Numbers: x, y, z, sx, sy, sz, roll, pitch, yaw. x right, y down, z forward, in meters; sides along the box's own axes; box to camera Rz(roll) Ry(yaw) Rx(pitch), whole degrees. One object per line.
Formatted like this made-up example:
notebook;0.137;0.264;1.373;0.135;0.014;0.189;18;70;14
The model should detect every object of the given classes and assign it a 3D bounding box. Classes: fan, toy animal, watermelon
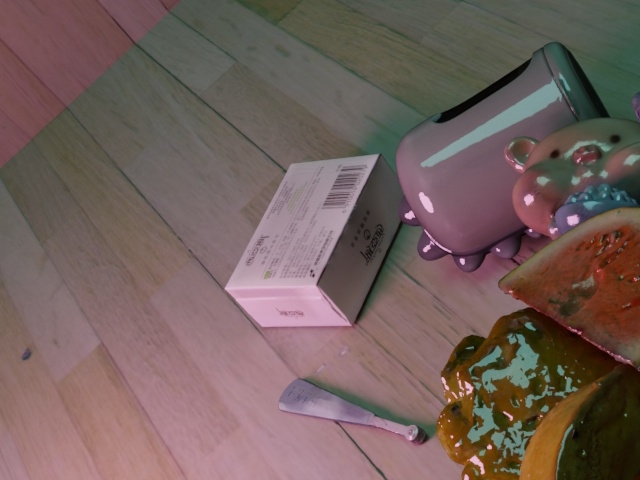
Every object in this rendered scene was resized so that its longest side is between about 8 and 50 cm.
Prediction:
fan;0.037;0.239;1.682;0.282;0.023;0.057;12;59;51
toy animal;0.350;-0.023;1.494;0.210;0.221;0.229;-15;35;15
watermelon;0.328;0.068;1.283;0.159;0.128;0.303;-42;23;-5

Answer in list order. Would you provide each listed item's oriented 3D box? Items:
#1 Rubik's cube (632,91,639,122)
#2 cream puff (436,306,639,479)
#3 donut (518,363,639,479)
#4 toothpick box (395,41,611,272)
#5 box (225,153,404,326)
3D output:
Rubik's cube;0.534;-0.037;1.246;0.303;0.305;0.301;-25;38;14
cream puff;0.246;0.200;1.369;0.244;0.196;0.244;-26;39;23
donut;0.313;0.249;1.208;0.278;0.277;0.108;-56;17;-20
toothpick box;0.247;-0.097;1.697;0.316;0.229;0.229;-31;36;18
box;0.000;0.000;1.898;0.194;0.111;0.260;-3;52;43
